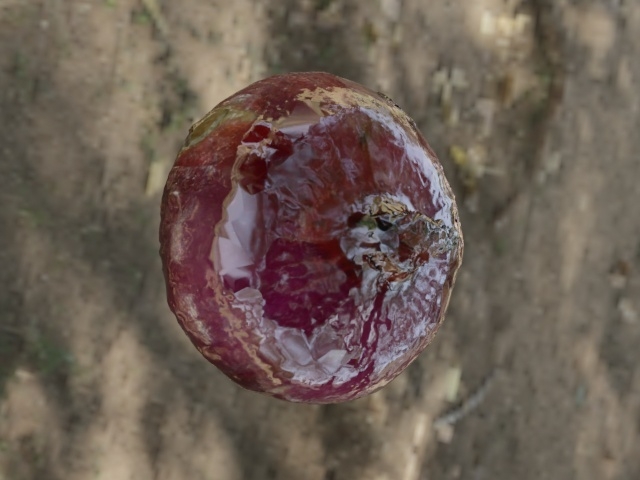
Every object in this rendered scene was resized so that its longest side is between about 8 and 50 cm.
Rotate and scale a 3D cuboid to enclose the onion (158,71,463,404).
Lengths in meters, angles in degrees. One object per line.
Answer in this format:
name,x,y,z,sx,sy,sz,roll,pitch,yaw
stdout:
onion,0.000,0.000,0.578,0.107,0.097,0.107,8,79,-44
